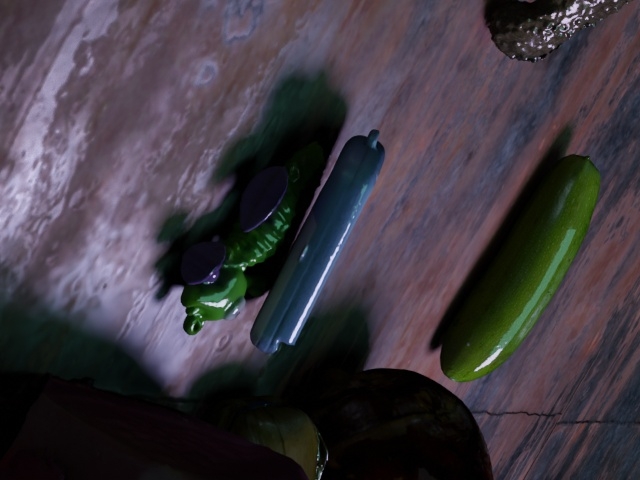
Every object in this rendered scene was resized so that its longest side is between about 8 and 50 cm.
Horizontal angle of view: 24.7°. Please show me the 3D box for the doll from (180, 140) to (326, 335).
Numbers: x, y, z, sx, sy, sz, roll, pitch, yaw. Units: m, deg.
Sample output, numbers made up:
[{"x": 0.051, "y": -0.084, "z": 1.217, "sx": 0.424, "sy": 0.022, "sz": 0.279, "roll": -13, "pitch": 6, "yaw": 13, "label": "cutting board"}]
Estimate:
[{"x": -0.052, "y": -0.003, "z": 1.168, "sx": 0.190, "sy": 0.050, "sz": 0.115, "roll": -54, "pitch": 163, "yaw": -15, "label": "doll"}]

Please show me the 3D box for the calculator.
[{"x": 0.000, "y": 0.000, "z": 1.206, "sx": 0.210, "sy": 0.039, "sz": 0.121, "roll": -63, "pitch": -177, "yaw": 19, "label": "calculator"}]

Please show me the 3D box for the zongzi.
[{"x": -0.031, "y": 0.303, "z": 1.265, "sx": 0.123, "sy": 0.289, "sz": 0.260, "roll": 10, "pitch": 112, "yaw": -48, "label": "zongzi"}]

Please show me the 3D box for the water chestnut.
[{"x": 0.063, "y": 0.241, "z": 1.424, "sx": 0.224, "sy": 0.224, "sz": 0.238, "roll": -15, "pitch": 99, "yaw": -53, "label": "water chestnut"}]

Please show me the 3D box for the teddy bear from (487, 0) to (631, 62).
[{"x": 0.259, "y": -0.272, "z": 1.307, "sx": 0.182, "sy": 0.129, "sz": 0.251, "roll": -32, "pitch": 144, "yaw": -44, "label": "teddy bear"}]

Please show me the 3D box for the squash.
[{"x": 0.230, "y": 0.036, "z": 1.641, "sx": 0.292, "sy": 0.082, "sz": 0.082, "roll": -58, "pitch": 153, "yaw": 0, "label": "squash"}]

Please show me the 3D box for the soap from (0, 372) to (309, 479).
[{"x": -0.126, "y": 0.195, "z": 1.079, "sx": 0.325, "sy": 0.220, "sz": 0.127, "roll": 25, "pitch": 88, "yaw": -63, "label": "soap"}]
